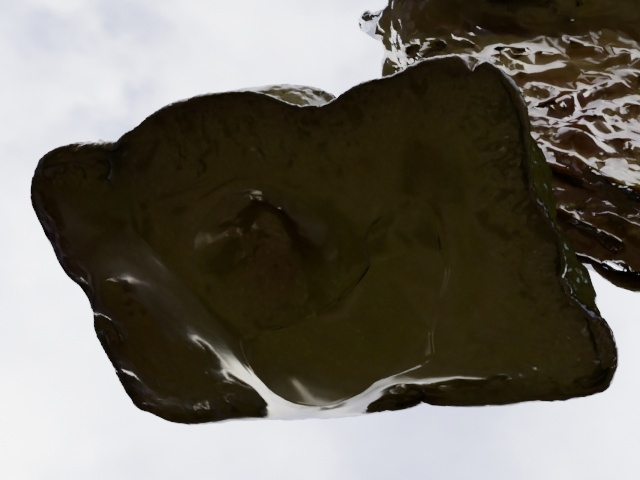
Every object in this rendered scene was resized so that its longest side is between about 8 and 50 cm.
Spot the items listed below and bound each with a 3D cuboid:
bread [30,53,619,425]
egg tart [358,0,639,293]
[{"bbox_3d":[0.000,0.000,0.716,0.233,0.088,0.160,-9,-68,22],"label":"bread"},{"bbox_3d":[0.159,-0.073,0.833,0.297,0.297,0.132,15,-108,18],"label":"egg tart"}]
